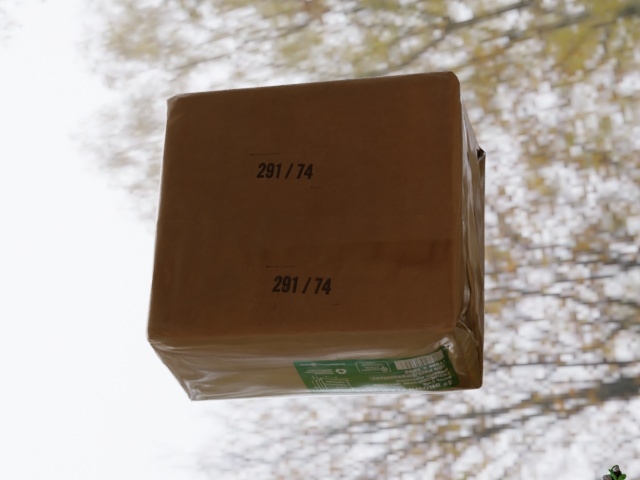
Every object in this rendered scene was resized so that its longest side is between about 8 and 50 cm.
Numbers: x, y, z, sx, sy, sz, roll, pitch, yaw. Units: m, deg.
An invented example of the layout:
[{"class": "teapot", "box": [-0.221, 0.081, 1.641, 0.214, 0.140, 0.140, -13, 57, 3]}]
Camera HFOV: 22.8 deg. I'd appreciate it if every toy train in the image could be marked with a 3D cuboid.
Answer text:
[{"class": "toy train", "box": [0.270, 0.234, 1.451, 0.024, 0.017, 0.083, -29, -45, -7]}]

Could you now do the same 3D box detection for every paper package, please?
[{"class": "paper package", "box": [0.000, 0.000, 1.643, 0.168, 0.325, 0.309, 59, -150, -61]}]
